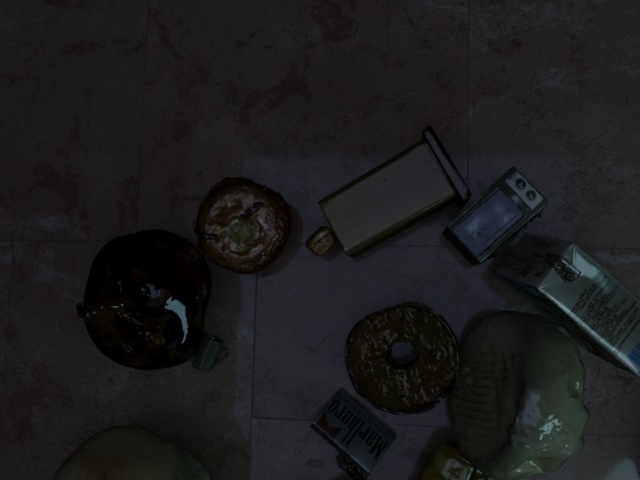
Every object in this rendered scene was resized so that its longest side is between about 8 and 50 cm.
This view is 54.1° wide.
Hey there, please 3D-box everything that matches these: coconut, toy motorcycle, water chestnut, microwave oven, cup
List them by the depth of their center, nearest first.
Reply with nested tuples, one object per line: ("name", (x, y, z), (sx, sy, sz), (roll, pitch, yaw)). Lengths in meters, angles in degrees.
("coconut", (-0.426, 0.639, 1.401), (0.415, 0.344, 0.416), (13, 109, 43))
("microwave oven", (0.402, -0.047, 1.447), (0.205, 0.163, 0.129), (-42, 80, 2))
("water chestnut", (-0.417, 0.145, 1.450), (0.335, 0.347, 0.335), (2, 96, 17))
("toy motorcycle", (0.056, 0.580, 1.474), (0.118, 0.084, 0.213), (3, 75, 11))
("cup", (-0.276, 0.283, 1.566), (0.054, 0.075, 0.083), (22, 91, 45))

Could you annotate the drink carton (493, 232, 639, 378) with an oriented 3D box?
("drink carton", (0.562, 0.131, 1.344), (0.324, 0.194, 0.132), (37, 88, -14))

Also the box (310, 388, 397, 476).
("box", (0.079, 0.451, 1.478), (0.177, 0.036, 0.115), (38, 59, 11))

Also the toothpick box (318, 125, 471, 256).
("toothpick box", (0.170, -0.098, 1.478), (0.308, 0.190, 0.188), (-29, 84, 7))

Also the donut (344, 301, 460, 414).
("donut", (0.199, 0.263, 1.447), (0.272, 0.107, 0.272), (2, 94, 24))

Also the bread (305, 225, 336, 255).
("bread", (0.000, 0.000, 1.512), (0.074, 0.132, 0.053), (-43, 93, 2))

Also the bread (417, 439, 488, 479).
("bread", (0.285, 0.581, 1.420), (0.152, 0.130, 0.268), (23, 85, -25))

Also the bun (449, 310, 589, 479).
("bun", (0.432, 0.335, 1.346), (0.210, 0.359, 0.360), (13, 86, -15))

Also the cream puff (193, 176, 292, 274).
("cream puff", (-0.188, -0.038, 1.525), (0.240, 0.164, 0.240), (1, 99, 5))
